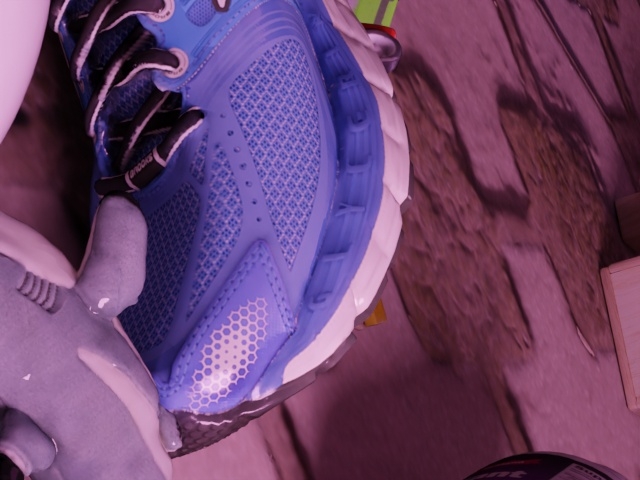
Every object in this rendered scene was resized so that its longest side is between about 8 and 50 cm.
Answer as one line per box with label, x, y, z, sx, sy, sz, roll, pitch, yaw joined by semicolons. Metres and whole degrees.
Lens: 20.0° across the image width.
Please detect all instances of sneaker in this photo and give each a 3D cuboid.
sneaker;-0.063;-0.082;0.623;0.147;0.129;0.330;23;50;-39

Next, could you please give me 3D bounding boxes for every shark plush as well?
shark plush;-0.080;0.060;0.511;0.067;0.073;0.161;-10;84;-63

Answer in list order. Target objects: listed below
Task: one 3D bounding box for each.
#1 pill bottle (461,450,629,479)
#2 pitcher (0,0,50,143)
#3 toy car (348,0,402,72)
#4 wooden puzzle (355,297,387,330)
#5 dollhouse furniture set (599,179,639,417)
pill bottle;0.086;0.148;0.766;0.193;0.108;0.108;-9;81;-67
pitcher;-0.127;-0.061;0.377;0.207;0.125;0.178;106;-37;-60
toy car;0.011;-0.104;0.780;0.225;0.053;0.239;134;-25;-83
wooden puzzle;0.000;0.000;0.805;0.116;0.014;0.079;16;58;-62
dollhouse furniture set;0.354;0.109;1.316;0.355;0.173;0.303;33;45;-56
